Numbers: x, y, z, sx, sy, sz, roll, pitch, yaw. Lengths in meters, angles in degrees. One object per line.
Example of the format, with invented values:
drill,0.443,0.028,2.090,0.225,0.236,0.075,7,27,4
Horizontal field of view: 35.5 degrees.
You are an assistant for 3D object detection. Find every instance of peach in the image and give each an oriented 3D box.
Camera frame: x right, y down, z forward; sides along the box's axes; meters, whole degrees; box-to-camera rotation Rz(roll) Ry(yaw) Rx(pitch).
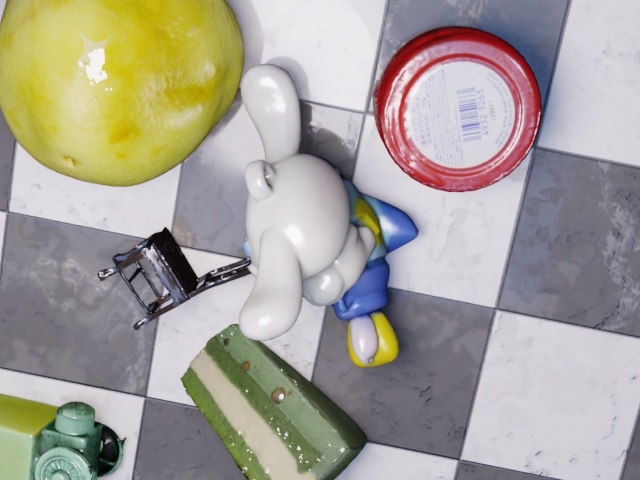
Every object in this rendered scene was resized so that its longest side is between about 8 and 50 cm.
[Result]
peach,-0.270,-0.241,1.305,0.314,0.281,0.316,-29,130,-28

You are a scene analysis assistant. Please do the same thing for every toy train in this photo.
toy train,-0.449,0.421,1.540,0.253,0.160,0.397,11,103,7

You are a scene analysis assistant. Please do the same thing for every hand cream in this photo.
hand cream,0.185,-0.181,1.365,0.230,0.149,0.230,0,104,0

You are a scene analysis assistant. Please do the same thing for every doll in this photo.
doll,-0.007,0.000,1.364,0.187,0.365,0.376,2,67,33

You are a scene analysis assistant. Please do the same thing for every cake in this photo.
cake,-0.067,0.273,1.534,0.158,0.172,0.283,-47,64,5

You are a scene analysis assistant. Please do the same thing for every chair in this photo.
chair,-0.189,0.029,1.456,0.229,0.106,0.113,-28,102,8
